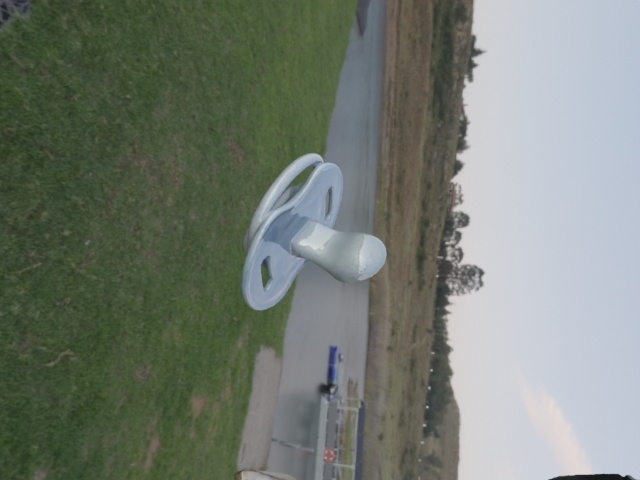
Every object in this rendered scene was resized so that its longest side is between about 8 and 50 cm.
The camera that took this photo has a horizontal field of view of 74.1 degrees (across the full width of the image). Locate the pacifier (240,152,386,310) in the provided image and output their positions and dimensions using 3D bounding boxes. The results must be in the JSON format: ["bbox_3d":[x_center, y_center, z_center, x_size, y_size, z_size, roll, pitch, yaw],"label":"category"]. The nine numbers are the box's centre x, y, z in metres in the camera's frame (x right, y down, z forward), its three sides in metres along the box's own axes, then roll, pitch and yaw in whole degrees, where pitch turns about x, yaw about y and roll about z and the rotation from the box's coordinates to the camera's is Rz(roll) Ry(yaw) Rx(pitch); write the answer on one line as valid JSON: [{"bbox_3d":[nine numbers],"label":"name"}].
[{"bbox_3d":[0.000,0.000,0.658,0.279,0.207,0.227,-50,159,-35],"label":"pacifier"}]

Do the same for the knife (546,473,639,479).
[{"bbox_3d":[0.409,0.341,0.597,0.010,0.170,0.023,42,43,-31],"label":"knife"}]

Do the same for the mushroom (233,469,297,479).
[{"bbox_3d":[-0.104,0.370,0.431,0.173,0.162,0.236,132,-35,-50],"label":"mushroom"}]
